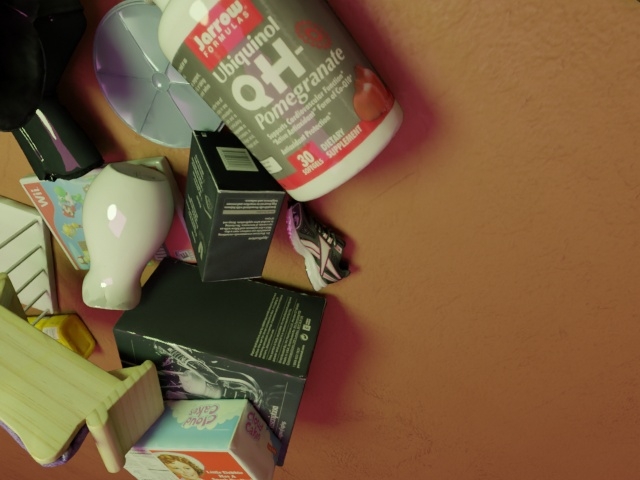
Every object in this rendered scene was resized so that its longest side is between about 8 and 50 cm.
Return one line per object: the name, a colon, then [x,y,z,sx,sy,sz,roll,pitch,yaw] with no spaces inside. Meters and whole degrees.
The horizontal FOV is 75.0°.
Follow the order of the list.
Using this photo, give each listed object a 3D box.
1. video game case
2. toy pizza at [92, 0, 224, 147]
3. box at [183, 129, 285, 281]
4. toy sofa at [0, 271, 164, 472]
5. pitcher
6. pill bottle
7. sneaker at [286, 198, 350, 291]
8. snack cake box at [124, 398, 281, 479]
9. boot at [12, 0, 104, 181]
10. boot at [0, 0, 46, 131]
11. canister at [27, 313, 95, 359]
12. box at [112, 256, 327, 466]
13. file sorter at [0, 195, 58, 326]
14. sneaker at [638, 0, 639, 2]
video game case: [-0.369,-0.039,0.753,0.286,0.025,0.203,-4,123,15]
toy pizza: [-0.218,-0.228,0.586,0.202,0.032,0.201,6,126,8]
box: [-0.134,-0.051,0.603,0.093,0.155,0.158,-2,132,-29]
toy sofa: [-0.444,0.216,0.650,0.363,0.177,0.150,23,131,15]
pitcher: [-0.315,-0.021,0.667,0.126,0.178,0.206,9,110,-33]
pill bottle: [-0.063,-0.213,0.474,0.176,0.176,0.318,-31,113,28]
sneaker: [0.000,0.000,0.685,0.077,0.071,0.178,-17,128,8]
snack cake box: [-0.223,0.356,0.727,0.265,0.089,0.152,-9,124,20]
boot: [-0.374,-0.199,0.598,0.247,0.094,0.207,-12,117,27]
boot: [-0.515,-0.192,0.535,0.446,0.146,0.366,11,121,20]
canister: [-0.629,0.229,0.964,0.170,0.073,0.126,-5,123,14]
box: [-0.182,0.243,0.800,0.313,0.178,0.343,15,130,3]
file sorter: [-0.659,0.065,0.796,0.193,0.173,0.277,20,125,-2]
sneaker: [0.386,-0.260,0.404,0.300,0.111,0.121,47,131,-13]
